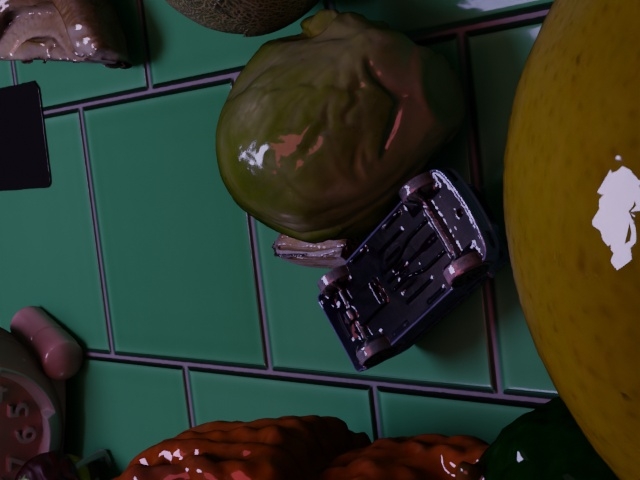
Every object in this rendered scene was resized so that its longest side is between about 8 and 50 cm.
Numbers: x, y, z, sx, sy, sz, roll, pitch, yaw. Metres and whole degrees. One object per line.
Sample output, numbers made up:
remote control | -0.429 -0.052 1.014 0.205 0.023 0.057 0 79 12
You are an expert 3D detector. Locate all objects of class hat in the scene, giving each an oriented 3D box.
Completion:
hat | 0.063 0.215 0.792 0.400 0.285 0.285 -22 80 18

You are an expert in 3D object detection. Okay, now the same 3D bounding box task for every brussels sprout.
brussels sprout | 0.005 -0.070 0.822 0.183 0.131 0.145 7 59 52

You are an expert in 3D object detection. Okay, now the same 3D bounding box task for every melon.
melon | -0.056 -0.214 0.849 0.192 0.139 0.139 -145 56 -59

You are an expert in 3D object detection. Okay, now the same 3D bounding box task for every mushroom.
mushroom | -0.241 -0.204 1.117 0.210 0.072 0.094 7 105 44

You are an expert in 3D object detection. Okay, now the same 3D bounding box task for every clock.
clock | -0.386 0.191 1.241 0.142 0.241 0.227 29 120 45

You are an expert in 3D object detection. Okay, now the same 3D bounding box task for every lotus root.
lotus root | 0.001 0.001 0.916 0.083 0.030 0.037 1 68 46

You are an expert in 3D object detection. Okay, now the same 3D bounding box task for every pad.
pad | -0.334 -0.109 1.296 0.157 0.003 0.112 1 99 49

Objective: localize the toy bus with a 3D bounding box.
toy bus | 0.067 0.018 0.810 0.167 0.076 0.073 -47 63 45

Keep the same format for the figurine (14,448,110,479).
figurine | -0.227 0.316 1.177 0.240 0.116 0.174 56 134 24

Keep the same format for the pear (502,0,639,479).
pear | 0.227 -0.014 0.451 0.340 0.191 0.386 -10 101 24
